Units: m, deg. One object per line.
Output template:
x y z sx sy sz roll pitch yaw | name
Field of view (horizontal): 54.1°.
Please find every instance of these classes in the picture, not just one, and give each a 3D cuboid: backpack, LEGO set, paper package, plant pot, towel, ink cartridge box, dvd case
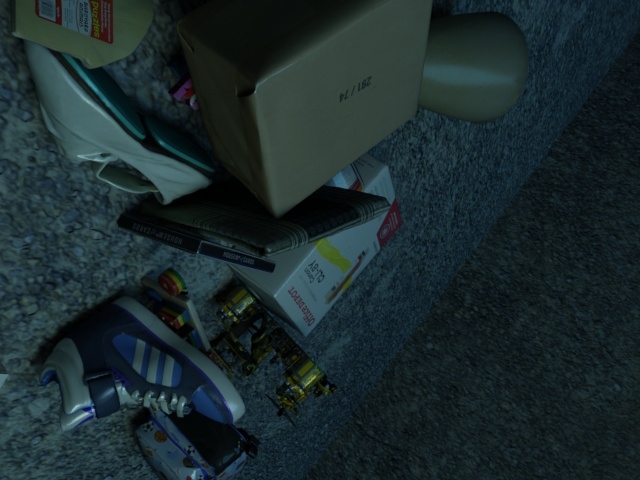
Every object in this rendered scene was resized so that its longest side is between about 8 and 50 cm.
-0.286 0.470 1.440 0.213 0.276 0.263 -37 155 -22 | backpack
-0.146 -0.284 0.982 0.227 0.087 0.093 -49 137 -11 | LEGO set
-0.007 -0.243 0.921 0.325 0.168 0.309 -38 154 -18 | paper package
0.274 -0.392 1.410 0.274 0.256 0.256 -8 129 -34 | plant pot
-0.143 0.277 1.412 0.192 0.331 0.255 -43 169 -8 | LEGO set
-0.096 -0.049 1.092 0.312 0.324 0.056 -23 120 -45 | towel
0.000 0.000 1.458 0.384 0.160 0.279 -49 152 -12 | ink cartridge box
-0.212 0.010 1.113 0.239 0.179 0.029 24 83 -63 | dvd case

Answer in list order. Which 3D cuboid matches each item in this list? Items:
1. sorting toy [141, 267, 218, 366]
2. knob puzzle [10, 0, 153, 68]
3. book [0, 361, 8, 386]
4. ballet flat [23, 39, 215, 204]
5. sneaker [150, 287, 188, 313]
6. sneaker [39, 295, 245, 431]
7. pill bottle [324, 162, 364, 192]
-0.280 0.155 1.177 0.046 0.132 0.274 -44 138 -34 | sorting toy
-0.279 -0.297 0.743 0.213 0.030 0.213 11 77 -58 | knob puzzle
-0.570 0.255 0.978 0.144 0.035 0.096 -57 149 7 | book
-0.292 -0.144 0.888 0.139 0.139 0.400 -54 154 -2 | ballet flat
-0.300 0.118 1.248 0.083 0.037 0.032 -46 153 -14 | sneaker
-0.320 0.268 1.079 0.236 0.323 0.130 -45 170 -33 | sneaker
-0.006 -0.167 1.242 0.121 0.121 0.221 -44 127 -20 | pill bottle
